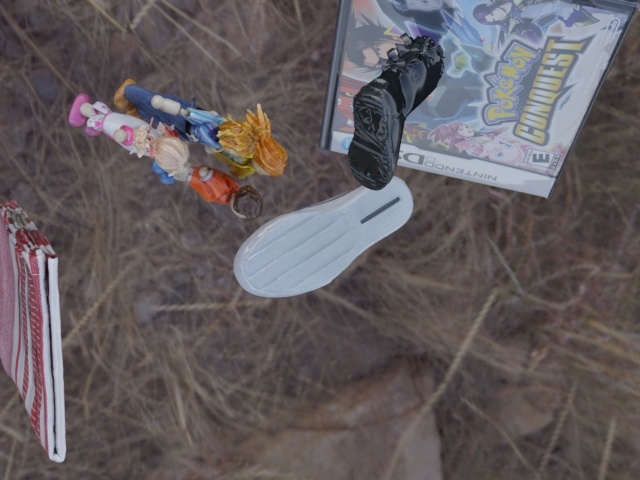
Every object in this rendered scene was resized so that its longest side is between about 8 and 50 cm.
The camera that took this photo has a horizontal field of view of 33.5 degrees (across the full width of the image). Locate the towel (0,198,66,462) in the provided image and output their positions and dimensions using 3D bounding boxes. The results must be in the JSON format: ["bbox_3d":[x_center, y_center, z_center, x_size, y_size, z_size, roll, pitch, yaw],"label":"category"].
[{"bbox_3d":[-0.345,0.093,1.239,0.037,0.329,0.237,-6,103,-23],"label":"towel"}]

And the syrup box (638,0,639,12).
[{"bbox_3d":[0.294,-0.267,0.912,0.093,0.096,0.237,-24,147,32],"label":"syrup box"}]

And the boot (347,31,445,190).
[{"bbox_3d":[0.067,-0.114,0.927,0.099,0.045,0.121,-49,152,-34],"label":"boot"}]

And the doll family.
[{"bbox_3d":[-0.125,-0.112,1.111,0.118,0.163,0.263,-64,154,-3],"label":"doll family"}]

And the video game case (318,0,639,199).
[{"bbox_3d":[0.133,-0.155,0.999,0.248,0.035,0.275,13,146,2],"label":"video game case"}]

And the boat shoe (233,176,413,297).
[{"bbox_3d":[0.000,0.000,1.462,0.302,0.094,0.109,-25,94,-33],"label":"boat shoe"}]
